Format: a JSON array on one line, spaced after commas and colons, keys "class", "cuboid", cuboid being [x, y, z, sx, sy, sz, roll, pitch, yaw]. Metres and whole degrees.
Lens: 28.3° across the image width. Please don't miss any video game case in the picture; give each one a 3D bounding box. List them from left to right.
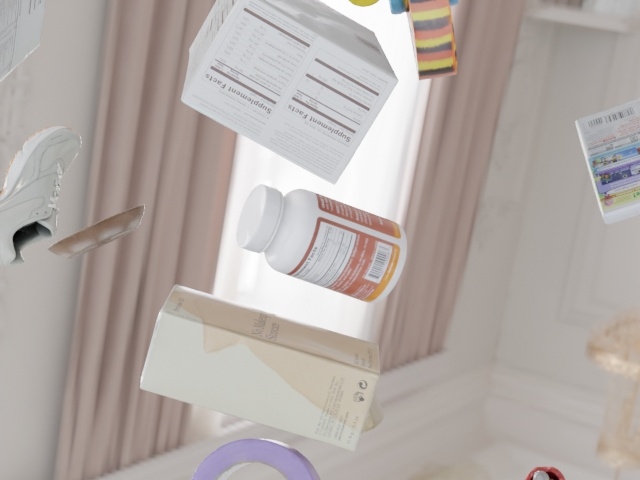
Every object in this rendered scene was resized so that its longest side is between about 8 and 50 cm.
[{"class": "video game case", "cuboid": [0.457, -0.124, 1.672, 0.212, 0.023, 0.193, -18, -136, 14]}]

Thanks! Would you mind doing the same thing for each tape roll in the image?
[{"class": "tape roll", "cuboid": [-0.089, 0.371, 1.764, 0.189, 0.189, 0.080, 11, 173, 9]}]

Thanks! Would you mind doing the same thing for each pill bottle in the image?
[{"class": "pill bottle", "cuboid": [0.000, 0.000, 1.740, 0.216, 0.121, 0.121, 20, -173, -21]}]

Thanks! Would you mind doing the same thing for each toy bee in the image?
[{"class": "toy bee", "cuboid": [0.119, -0.370, 1.678, 0.195, 0.298, 0.162, -28, 154, -7]}]

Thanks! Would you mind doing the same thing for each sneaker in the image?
[{"class": "sneaker", "cuboid": [-0.428, -0.059, 1.926, 0.121, 0.262, 0.099, 24, 153, 19]}]

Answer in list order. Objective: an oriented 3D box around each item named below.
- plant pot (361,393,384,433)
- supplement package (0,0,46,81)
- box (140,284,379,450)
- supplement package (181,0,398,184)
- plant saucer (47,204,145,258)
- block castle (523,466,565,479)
[{"class": "plant pot", "cuboid": [0.070, 0.367, 2.725, 0.109, 0.109, 0.096, -21, -168, 6]}, {"class": "supplement package", "cuboid": [-0.485, -0.304, 1.646, 0.194, 0.149, 0.203, 22, -142, 5]}, {"class": "box", "cuboid": [-0.082, 0.175, 1.773, 0.311, 0.121, 0.148, 17, -167, -3]}, {"class": "supplement package", "cuboid": [-0.041, -0.209, 1.515, 0.204, 0.145, 0.262, 28, -163, -14]}, {"class": "plant saucer", "cuboid": [-0.414, -0.010, 2.378, 0.198, 0.036, 0.198, -24, -179, 0]}, {"class": "block castle", "cuboid": [0.364, 0.659, 2.351, 0.303, 0.453, 0.213, 40, 167, 42]}]
